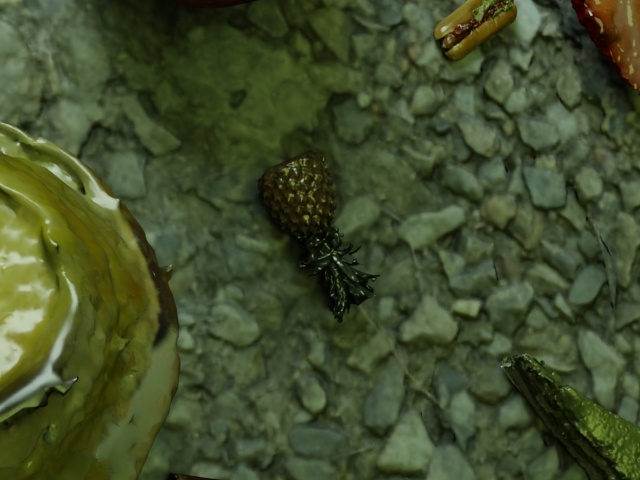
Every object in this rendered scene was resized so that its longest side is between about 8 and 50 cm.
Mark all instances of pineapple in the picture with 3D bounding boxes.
[{"bbox_3d":[0.000,0.000,1.080,0.058,0.058,0.124,-26,93,-24],"label":"pineapple"}]

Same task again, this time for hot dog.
[{"bbox_3d":[0.124,-0.171,1.178,0.083,0.021,0.037,-41,100,-22],"label":"hot dog"}]

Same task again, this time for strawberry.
[{"bbox_3d":[0.255,-0.204,1.209,0.146,0.082,0.187,0,88,-18],"label":"strawberry"}]

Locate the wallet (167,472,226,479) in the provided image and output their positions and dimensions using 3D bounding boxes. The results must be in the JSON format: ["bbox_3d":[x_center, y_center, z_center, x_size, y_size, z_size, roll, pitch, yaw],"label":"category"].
[{"bbox_3d":[-0.024,0.216,1.053,0.176,0.026,0.095,9,73,-23],"label":"wallet"}]

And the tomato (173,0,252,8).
[{"bbox_3d":[-0.057,-0.253,1.010,0.184,0.208,0.208,36,70,-7],"label":"tomato"}]

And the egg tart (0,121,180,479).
[{"bbox_3d":[-0.243,0.050,0.891,0.345,0.132,0.345,6,61,-12],"label":"egg tart"}]

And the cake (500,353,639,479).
[{"bbox_3d":[0.191,0.139,1.144,0.140,0.051,0.055,33,73,-13],"label":"cake"}]
